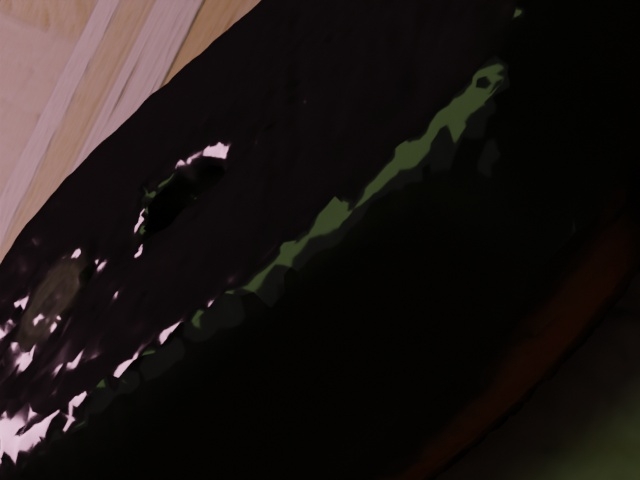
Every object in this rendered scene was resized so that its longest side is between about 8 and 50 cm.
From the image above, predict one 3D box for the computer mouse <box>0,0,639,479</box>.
[{"bbox_3d":[0.003,0.003,0.576,0.323,0.116,0.183,-38,36,28],"label":"computer mouse"}]
